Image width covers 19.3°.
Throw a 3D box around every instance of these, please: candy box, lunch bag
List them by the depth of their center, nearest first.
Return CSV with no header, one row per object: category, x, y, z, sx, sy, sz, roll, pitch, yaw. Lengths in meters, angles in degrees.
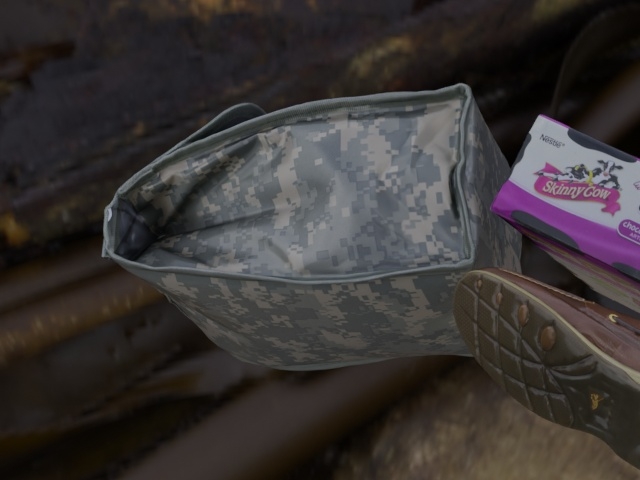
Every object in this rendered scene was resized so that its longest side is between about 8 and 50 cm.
candy box,0.222,0.010,1.195,0.159,0.233,0.071,27,88,26
lunch bag,0.000,0.000,1.426,0.287,0.235,0.168,-7,69,15

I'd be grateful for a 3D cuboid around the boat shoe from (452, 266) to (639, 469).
boat shoe,0.153,0.069,1.030,0.178,0.064,0.060,33,37,22
